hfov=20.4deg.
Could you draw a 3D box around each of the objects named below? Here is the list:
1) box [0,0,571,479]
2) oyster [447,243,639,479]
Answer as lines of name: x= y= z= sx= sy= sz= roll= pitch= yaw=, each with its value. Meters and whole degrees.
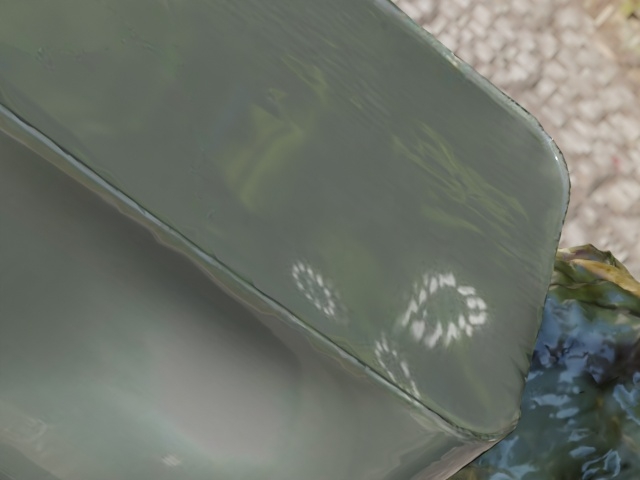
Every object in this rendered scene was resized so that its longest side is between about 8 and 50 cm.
box: x=-0.051 y=-0.010 z=0.503 sx=0.243 sy=0.135 sz=0.163 roll=36 pitch=45 yaw=-16
oyster: x=0.168 y=0.078 z=0.692 sx=0.355 sy=0.107 sz=0.201 roll=12 pitch=50 yaw=-2
